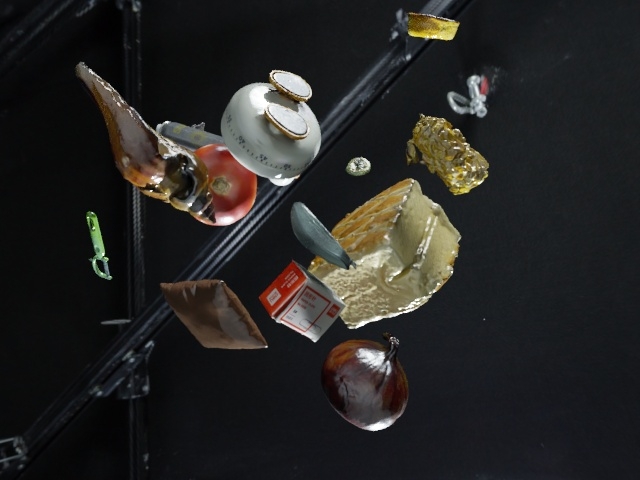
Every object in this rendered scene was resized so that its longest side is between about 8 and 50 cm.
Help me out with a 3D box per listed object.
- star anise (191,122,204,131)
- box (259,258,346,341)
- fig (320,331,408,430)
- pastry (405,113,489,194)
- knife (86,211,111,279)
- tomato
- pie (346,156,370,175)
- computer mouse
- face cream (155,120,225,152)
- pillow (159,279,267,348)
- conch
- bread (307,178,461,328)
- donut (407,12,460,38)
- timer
[{"bbox_3d":[-0.512,-0.368,1.754,0.182,0.065,0.195,-53,-159,38],"label":"star anise"},{"bbox_3d":[-0.041,0.154,1.117,0.133,0.182,0.099,-47,-137,1],"label":"box"},{"bbox_3d":[0.118,0.359,1.152,0.214,0.235,0.235,-44,-115,44],"label":"fig"},{"bbox_3d":[0.343,-0.238,1.251,0.250,0.154,0.102,42,-119,-5],"label":"pastry"},{"bbox_3d":[-0.539,0.012,1.073,0.054,0.015,0.212,19,-48,7],"label":"knife"},{"bbox_3d":[-0.247,-0.134,1.086,0.195,0.136,0.195,-2,-83,-21],"label":"tomato"},{"bbox_3d":[0.123,-0.240,1.453,0.084,0.021,0.084,-6,-130,8],"label":"pie"},{"bbox_3d":[-0.005,0.003,1.102,0.068,0.113,0.229,-41,-105,0],"label":"computer mouse"},{"bbox_3d":[-0.369,-0.293,1.325,0.283,0.073,0.073,20,-92,18],"label":"face cream"},{"bbox_3d":[-0.361,0.250,1.513,0.305,0.308,0.108,-8,-147,34],"label":"pillow"},{"bbox_3d":[-0.216,-0.106,0.557,0.080,0.232,0.086,-49,-148,0],"label":"conch"},{"bbox_3d":[0.196,0.044,1.434,0.390,0.371,0.279,-28,-71,40],"label":"bread"},{"bbox_3d":[0.319,-0.614,1.289,0.151,0.152,0.058,19,-62,22],"label":"donut"},{"bbox_3d":[-0.119,-0.240,1.050,0.240,0.233,0.234,-44,-116,46],"label":"timer"}]
